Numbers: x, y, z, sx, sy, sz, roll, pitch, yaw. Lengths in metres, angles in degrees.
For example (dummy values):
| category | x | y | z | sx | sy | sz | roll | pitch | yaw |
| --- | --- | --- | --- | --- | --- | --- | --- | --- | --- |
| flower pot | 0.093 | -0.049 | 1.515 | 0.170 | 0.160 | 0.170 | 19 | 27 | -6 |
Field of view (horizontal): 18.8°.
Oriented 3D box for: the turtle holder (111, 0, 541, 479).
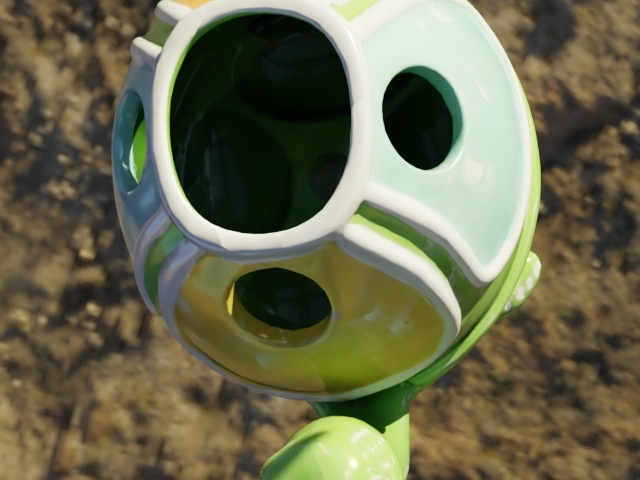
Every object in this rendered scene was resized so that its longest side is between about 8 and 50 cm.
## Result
| category | x | y | z | sx | sy | sz | roll | pitch | yaw |
| --- | --- | --- | --- | --- | --- | --- | --- | --- | --- |
| turtle holder | -0.015 | -0.012 | 1.060 | 0.243 | 0.227 | 0.320 | 21 | 88 | 16 |
